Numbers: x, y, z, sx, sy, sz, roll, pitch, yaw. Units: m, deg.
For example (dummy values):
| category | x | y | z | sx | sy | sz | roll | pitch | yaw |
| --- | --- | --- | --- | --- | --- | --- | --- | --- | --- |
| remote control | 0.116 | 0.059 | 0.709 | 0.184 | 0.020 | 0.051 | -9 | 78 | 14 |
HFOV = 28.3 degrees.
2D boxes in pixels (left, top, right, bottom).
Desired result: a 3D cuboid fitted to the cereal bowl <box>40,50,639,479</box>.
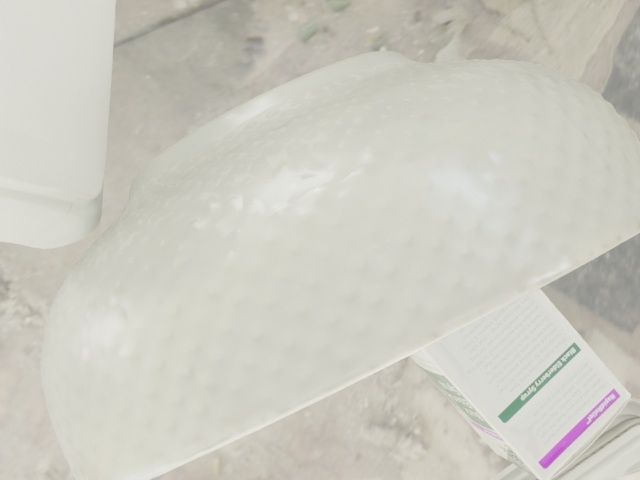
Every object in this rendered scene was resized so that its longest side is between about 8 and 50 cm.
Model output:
| category | x | y | z | sx | sy | sz | roll | pitch | yaw |
| --- | --- | --- | --- | --- | --- | --- | --- | --- | --- |
| cereal bowl | 0.000 | 0.000 | 0.668 | 0.339 | 0.339 | 0.141 | -29 | 86 | 20 |

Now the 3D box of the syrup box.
| category | x | y | z | sx | sy | sz | roll | pitch | yaw |
| --- | --- | --- | --- | --- | --- | --- | --- | --- | --- |
| syrup box | 0.107 | 0.057 | 0.931 | 0.096 | 0.093 | 0.237 | -42 | 101 | -7 |

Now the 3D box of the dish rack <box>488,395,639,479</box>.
| category | x | y | z | sx | sy | sz | roll | pitch | yaw |
| --- | --- | --- | --- | --- | --- | --- | --- | --- | --- |
| dish rack | 0.273 | 0.339 | 1.143 | 0.286 | 0.072 | 0.332 | -31 | 97 | -17 |

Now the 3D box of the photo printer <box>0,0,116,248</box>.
| category | x | y | z | sx | sy | sz | roll | pitch | yaw |
| --- | --- | --- | --- | --- | --- | --- | --- | --- | --- |
| photo printer | -0.226 | -0.166 | 0.652 | 0.107 | 0.256 | 0.307 | -28 | 55 | 54 |
